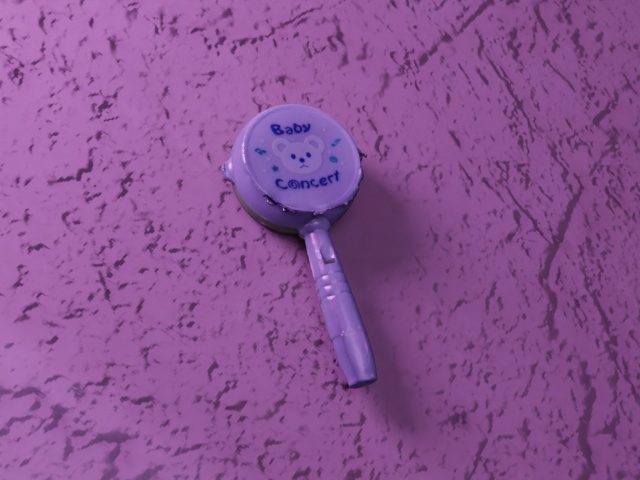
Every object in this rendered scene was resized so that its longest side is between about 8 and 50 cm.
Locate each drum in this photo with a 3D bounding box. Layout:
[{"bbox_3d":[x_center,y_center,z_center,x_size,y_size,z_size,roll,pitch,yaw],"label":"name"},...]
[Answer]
[{"bbox_3d":[-0.020,-0.002,0.796,0.130,0.049,0.253,5,64,-16],"label":"drum"}]
